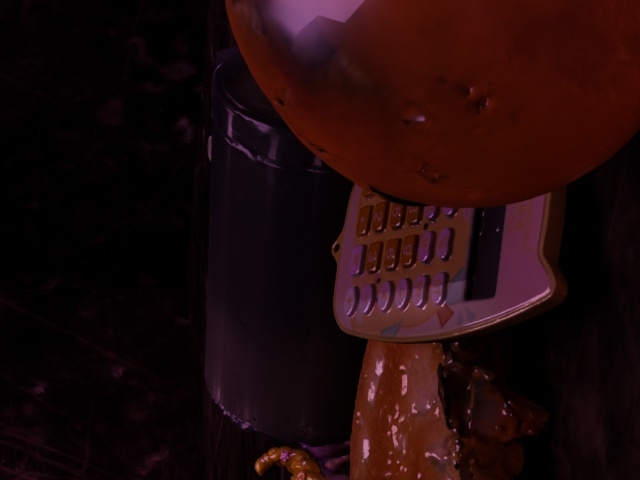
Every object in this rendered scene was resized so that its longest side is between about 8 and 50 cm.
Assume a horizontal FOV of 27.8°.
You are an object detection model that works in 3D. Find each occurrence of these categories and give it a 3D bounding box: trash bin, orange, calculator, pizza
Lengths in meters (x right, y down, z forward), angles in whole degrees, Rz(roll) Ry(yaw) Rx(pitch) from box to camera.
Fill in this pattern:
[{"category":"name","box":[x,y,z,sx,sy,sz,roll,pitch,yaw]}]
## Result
[{"category":"trash bin","box":[0.000,0.000,1.116,0.252,0.203,0.302,29,128,35]},{"category":"orange","box":[0.070,-0.138,0.656,0.246,0.246,0.246,180,90,-79]},{"category":"calculator","box":[0.085,-0.006,0.867,0.236,0.033,0.157,-9,67,52]},{"category":"pizza","box":[0.095,0.129,0.939,0.229,0.081,0.290,-123,41,-62]}]

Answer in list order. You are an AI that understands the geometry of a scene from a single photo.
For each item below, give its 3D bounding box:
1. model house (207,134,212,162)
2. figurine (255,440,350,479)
[{"category":"model house","box":[0.005,-0.018,1.349,0.194,0.170,0.211,-115,-1,-55]},{"category":"figurine","box":[-0.011,0.288,1.406,0.095,0.115,0.156,92,173,-74]}]
